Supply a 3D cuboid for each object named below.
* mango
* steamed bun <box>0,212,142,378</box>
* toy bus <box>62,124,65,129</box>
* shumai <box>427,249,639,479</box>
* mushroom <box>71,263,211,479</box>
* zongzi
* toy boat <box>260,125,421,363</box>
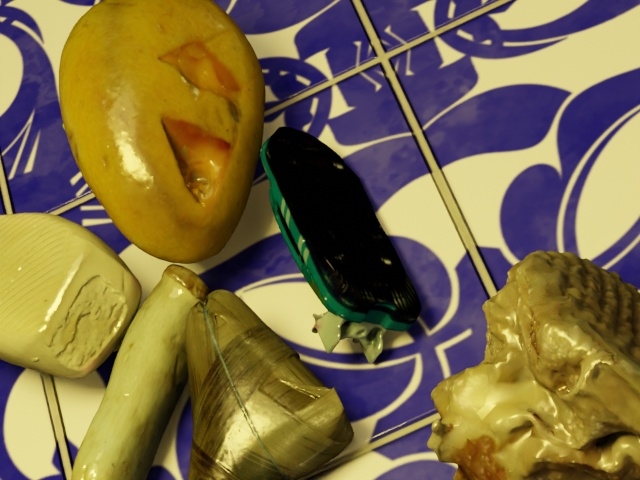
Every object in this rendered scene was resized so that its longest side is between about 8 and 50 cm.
[{"bbox_3d":[-0.175,-0.131,1.935,0.182,0.253,0.365,-37,48,41],"label":"mango"},{"bbox_3d":[-0.299,0.071,1.922,0.238,0.152,0.170,12,69,51],"label":"steamed bun"},{"bbox_3d":[-0.250,-0.189,2.117,0.088,0.101,0.175,-6,55,23],"label":"toy bus"},{"bbox_3d":[0.231,0.174,1.621,0.262,0.267,0.314,-52,16,19],"label":"shumai"},{"bbox_3d":[-0.191,0.163,1.831,0.081,0.100,0.312,7,58,24],"label":"mushroom"},{"bbox_3d":[-0.115,0.192,1.764,0.242,0.112,0.221,-40,59,-7],"label":"zongzi"},{"bbox_3d":[0.000,0.000,1.872,0.092,0.134,0.299,-54,38,26],"label":"toy boat"}]
